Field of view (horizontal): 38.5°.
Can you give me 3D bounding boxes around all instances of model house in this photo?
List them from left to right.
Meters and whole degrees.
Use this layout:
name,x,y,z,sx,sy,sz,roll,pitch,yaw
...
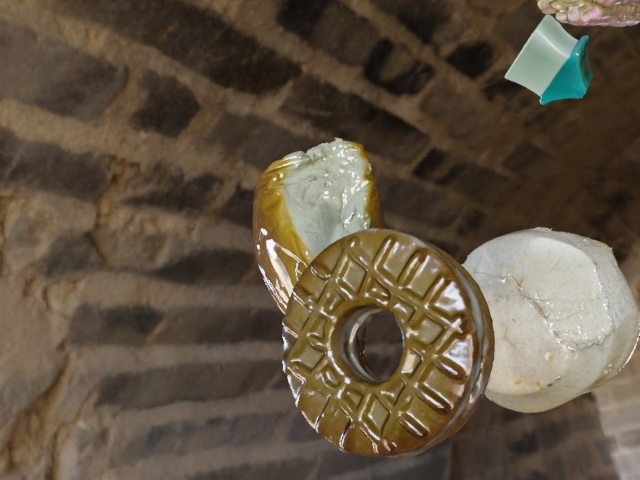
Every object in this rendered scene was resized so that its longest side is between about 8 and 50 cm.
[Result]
name,x,y,z,sx,sy,sz,roll,pitch,yaw
model house,0.452,-0.335,1.756,0.100,0.149,0.127,-48,-8,-49

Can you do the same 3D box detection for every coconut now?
name,x,y,z,sx,sy,sz,roll,pitch,yaw
coconut,0.429,0.141,1.764,0.346,0.346,0.360,-23,-6,34

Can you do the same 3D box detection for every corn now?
name,x,y,z,sx,sy,sz,roll,pitch,yaw
corn,0.450,-0.404,1.474,0.126,0.127,0.335,-24,-4,34

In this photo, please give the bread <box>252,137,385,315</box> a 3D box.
name,x,y,z,sx,sy,sz,roll,pitch,yaw
bread,0.000,0.000,1.559,0.225,0.279,0.250,-13,-31,-11

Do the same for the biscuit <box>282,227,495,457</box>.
name,x,y,z,sx,sy,sz,roll,pitch,yaw
biscuit,0.088,0.145,1.300,0.332,0.332,0.103,-23,-15,31
